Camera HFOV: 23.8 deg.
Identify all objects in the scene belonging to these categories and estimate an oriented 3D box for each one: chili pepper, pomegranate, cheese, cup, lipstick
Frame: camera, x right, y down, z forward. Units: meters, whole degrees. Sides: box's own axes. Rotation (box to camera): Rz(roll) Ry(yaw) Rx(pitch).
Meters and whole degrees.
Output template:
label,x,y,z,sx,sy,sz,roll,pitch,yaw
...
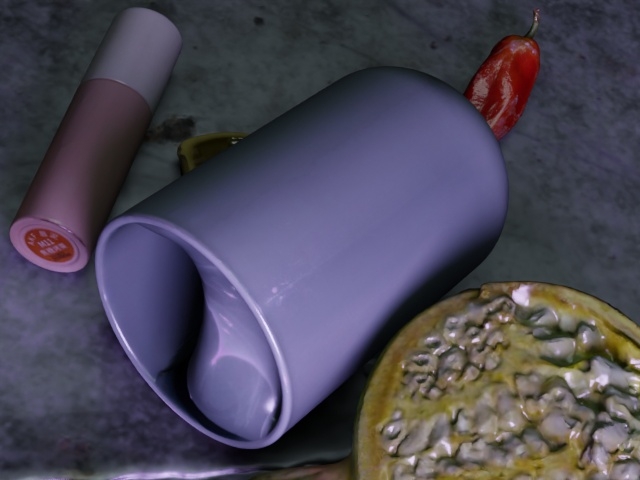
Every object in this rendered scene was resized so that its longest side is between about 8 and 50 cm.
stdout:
label,x,y,z,sx,sy,sz,roll,pitch,yaw
chili pepper,0.173,-0.146,1.457,0.059,0.050,0.191,30,65,3
pomegranate,0.119,0.208,1.105,0.359,0.216,0.309,-14,55,11
cheese,-0.041,-0.062,1.344,0.162,0.036,0.086,-8,59,-20
cup,0.000,0.000,1.209,0.205,0.205,0.312,43,54,16
lipstick,-0.188,-0.091,1.301,0.070,0.070,0.254,19,53,-2
